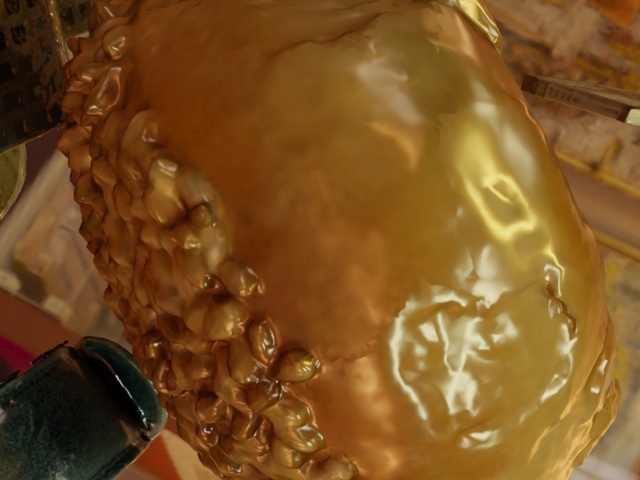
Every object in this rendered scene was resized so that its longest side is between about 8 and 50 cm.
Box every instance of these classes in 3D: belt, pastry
[{"bbox_3d":[-0.212,0.168,0.767,0.267,0.116,0.206,-39,179,-1],"label":"belt"},{"bbox_3d":[0.000,0.000,0.711,0.245,0.409,0.409,-26,161,-3],"label":"pastry"}]

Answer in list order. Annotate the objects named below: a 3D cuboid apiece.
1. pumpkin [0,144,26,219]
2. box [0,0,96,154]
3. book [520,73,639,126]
[{"bbox_3d":[-0.327,-0.099,0.949,0.217,0.217,0.110,-51,-177,-38],"label":"pumpkin"},{"bbox_3d":[-0.245,-0.137,0.792,0.325,0.047,0.180,-36,126,-49],"label":"box"},{"bbox_3d":[0.316,-0.133,1.203,0.231,0.158,0.026,-135,-126,-69],"label":"book"}]
